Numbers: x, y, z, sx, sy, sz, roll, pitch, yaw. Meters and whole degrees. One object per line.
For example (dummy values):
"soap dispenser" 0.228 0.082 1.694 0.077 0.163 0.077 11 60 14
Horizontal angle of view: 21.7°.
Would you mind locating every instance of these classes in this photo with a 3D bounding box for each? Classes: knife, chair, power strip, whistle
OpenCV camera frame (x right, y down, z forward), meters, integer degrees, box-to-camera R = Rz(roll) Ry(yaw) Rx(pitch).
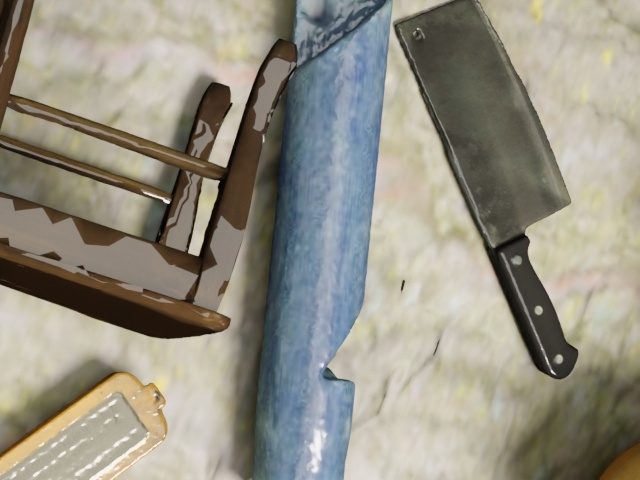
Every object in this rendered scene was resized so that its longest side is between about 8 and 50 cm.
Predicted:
"knife" 0.122 -0.034 1.051 0.072 0.019 0.245 -23 94 -21
"chair" -0.150 0.028 0.875 0.186 0.160 0.319 20 79 -17
"power strip" -0.163 0.137 0.933 0.178 0.028 0.049 -36 101 -18
"whistle" 0.000 0.000 0.981 0.062 0.062 0.304 7 85 -20

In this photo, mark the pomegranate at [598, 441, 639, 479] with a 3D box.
"pomegranate" 0.246 0.207 0.991 0.209 0.209 0.209 1 88 -20
